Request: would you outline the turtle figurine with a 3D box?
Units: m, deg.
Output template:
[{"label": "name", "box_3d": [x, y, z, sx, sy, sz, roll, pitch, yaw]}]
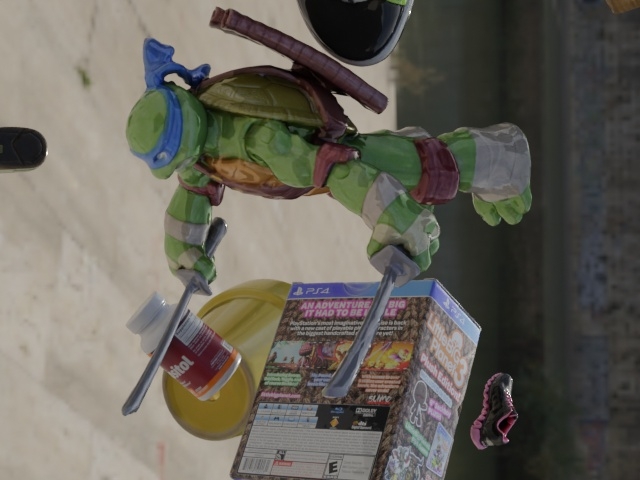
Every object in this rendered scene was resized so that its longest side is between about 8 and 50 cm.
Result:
[{"label": "turtle figurine", "box_3d": [0.000, 0.000, 0.849, 0.266, 0.198, 0.274, -5, 62, -40]}]

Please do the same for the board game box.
[{"label": "board game box", "box_3d": [0.050, 0.209, 1.741, 0.141, 0.232, 0.291, 45, 53, -43]}]

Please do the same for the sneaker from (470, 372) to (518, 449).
[{"label": "sneaker", "box_3d": [0.247, 0.231, 1.812, 0.047, 0.057, 0.119, 47, 49, -32]}]

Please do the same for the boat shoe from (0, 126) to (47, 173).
[{"label": "boat shoe", "box_3d": [-0.413, -0.099, 1.529, 0.072, 0.190, 0.068, 154, -59, -63]}]

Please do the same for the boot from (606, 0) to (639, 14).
[{"label": "boot", "box_3d": [0.395, -0.329, 1.353, 0.104, 0.211, 0.295, 59, 26, -23]}]

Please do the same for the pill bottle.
[{"label": "pill bottle", "box_3d": [-0.190, 0.143, 1.836, 0.152, 0.086, 0.086, 42, 25, -9]}]

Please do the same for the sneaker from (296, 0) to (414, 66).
[{"label": "sneaker", "box_3d": [0.004, -0.198, 0.752, 0.097, 0.084, 0.234, -52, 148, -49]}]

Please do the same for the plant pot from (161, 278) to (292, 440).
[{"label": "plant pot", "box_3d": [-0.125, 0.206, 2.107, 0.239, 0.254, 0.254, -24, 113, -65]}]
